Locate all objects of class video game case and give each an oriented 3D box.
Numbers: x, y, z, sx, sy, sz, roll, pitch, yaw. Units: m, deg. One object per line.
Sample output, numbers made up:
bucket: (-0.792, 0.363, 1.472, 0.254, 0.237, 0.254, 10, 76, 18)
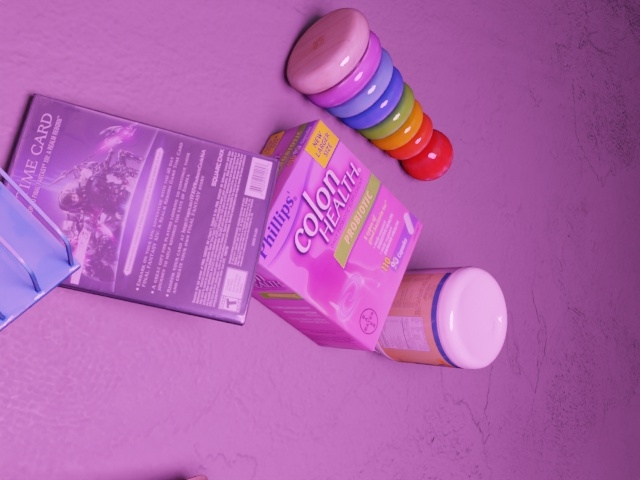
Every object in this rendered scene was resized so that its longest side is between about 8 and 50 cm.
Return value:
video game case: (-0.196, -0.032, 0.640, 0.274, 0.026, 0.196, 14, 75, -11)

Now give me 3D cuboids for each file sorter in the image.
file sorter: (-0.321, 0.024, 0.517, 0.118, 0.104, 0.170, 46, 64, -2)

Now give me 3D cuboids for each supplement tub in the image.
supplement tub: (0.160, 0.114, 0.888, 0.144, 0.199, 0.144, 5, 83, -39)

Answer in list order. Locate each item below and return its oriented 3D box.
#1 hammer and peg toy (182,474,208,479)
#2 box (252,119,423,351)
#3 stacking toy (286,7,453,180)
hammer and peg toy: (-0.150, 0.425, 0.535, 0.266, 0.127, 0.361, 15, 55, -60)
box: (0.000, 0.000, 0.819, 0.243, 0.117, 0.214, 41, 62, -29)
stacking toy: (0.100, -0.199, 0.931, 0.330, 0.141, 0.141, 38, 63, -39)
